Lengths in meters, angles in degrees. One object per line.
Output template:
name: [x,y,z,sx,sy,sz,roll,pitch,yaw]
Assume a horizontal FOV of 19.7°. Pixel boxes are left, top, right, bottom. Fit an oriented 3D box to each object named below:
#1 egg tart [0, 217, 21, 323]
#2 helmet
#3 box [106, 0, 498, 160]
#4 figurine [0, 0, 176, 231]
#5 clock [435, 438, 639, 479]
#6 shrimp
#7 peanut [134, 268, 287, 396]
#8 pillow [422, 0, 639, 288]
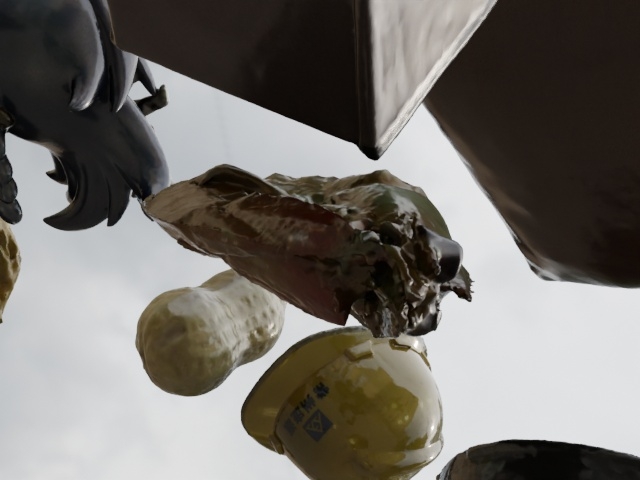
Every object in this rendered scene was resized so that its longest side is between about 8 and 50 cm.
egg tart: [-0.443,0.032,1.838,0.339,0.153,0.352,-21,-109,39]
helmet: [0.051,0.206,2.004,0.205,0.257,0.140,-50,-124,18]
box: [-0.001,-0.200,0.804,0.153,0.188,0.252,24,-31,21]
figurine: [-0.217,-0.121,1.630,0.175,0.197,0.265,-19,-85,23]
clock: [0.140,0.157,0.897,0.184,0.040,0.184,16,-28,9]
shrimp: [0.000,0.001,0.806,0.145,0.061,0.267,10,11,-15]
peanut: [-0.120,0.096,1.996,0.123,0.256,0.124,5,-77,22]
pillow: [0.204,-0.075,1.171,0.305,0.108,0.308,-1,-41,38]
